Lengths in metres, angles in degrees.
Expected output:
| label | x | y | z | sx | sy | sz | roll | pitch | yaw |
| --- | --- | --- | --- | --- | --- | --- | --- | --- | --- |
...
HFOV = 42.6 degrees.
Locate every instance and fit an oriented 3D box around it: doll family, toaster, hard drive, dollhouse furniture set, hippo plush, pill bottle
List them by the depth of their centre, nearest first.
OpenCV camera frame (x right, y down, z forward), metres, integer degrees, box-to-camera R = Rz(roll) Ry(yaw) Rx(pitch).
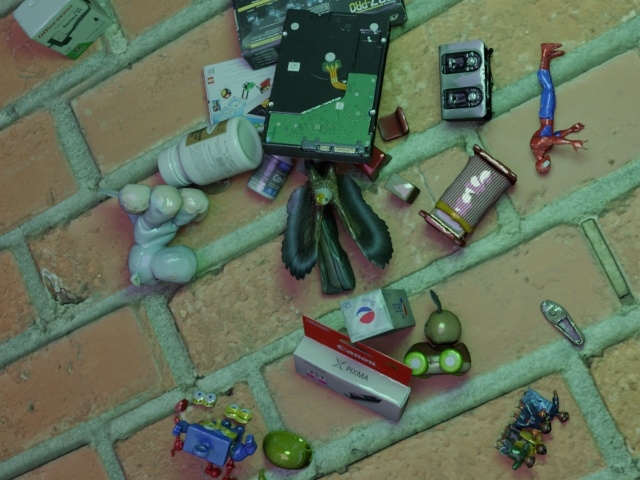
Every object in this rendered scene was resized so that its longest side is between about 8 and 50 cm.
| label | x | y | z | sx | sy | sz | roll | pitch | yaw |
| --- | --- | --- | --- | --- | --- | --- | --- | --- | --- |
| hard drive | 0.017 | -0.336 | 1.772 | 0.236 | 0.064 | 0.339 | 5 | 70 | 10 |
| doll family | 0.468 | 0.414 | 1.805 | 0.111 | 0.076 | 0.193 | 28 | 92 | 19 |
| toaster | 0.327 | -0.352 | 1.831 | 0.110 | 0.185 | 0.168 | -1 | 95 | 17 |
| dollhouse furniture set | 0.234 | -0.168 | 1.850 | 0.374 | 0.152 | 0.201 | 38 | 97 | 13 |
| pill bottle | -0.265 | -0.203 | 1.954 | 0.229 | 0.131 | 0.131 | -16 | 84 | 23 |
| hippo plush | -0.408 | -0.007 | 1.967 | 0.294 | 0.234 | 0.237 | 2 | 87 | 14 |
| pill bottle | -0.113 | -0.174 | 1.978 | 0.078 | 0.078 | 0.137 | 31 | 96 | 14 |

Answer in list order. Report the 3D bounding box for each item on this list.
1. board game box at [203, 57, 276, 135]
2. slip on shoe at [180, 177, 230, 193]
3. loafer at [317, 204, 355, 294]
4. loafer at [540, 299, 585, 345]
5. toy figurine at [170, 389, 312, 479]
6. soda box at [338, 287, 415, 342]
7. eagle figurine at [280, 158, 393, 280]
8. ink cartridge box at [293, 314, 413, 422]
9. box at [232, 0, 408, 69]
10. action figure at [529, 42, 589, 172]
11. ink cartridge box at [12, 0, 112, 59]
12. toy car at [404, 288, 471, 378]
| label | x | y | z | sx | sy | sz | roll | pitch | yaw |
| --- | --- | --- | --- | --- | --- | --- | --- | --- | --- |
| board game box | -0.126 | -0.360 | 2.003 | 0.305 | 0.053 | 0.193 | -10 | 84 | 14 |
| slip on shoe | -0.292 | -0.143 | 2.042 | 0.135 | 0.041 | 0.052 | 0 | 88 | 15 |
| loafer | 0.000 | 0.000 | 1.937 | 0.084 | 0.096 | 0.268 | -21 | 84 | 19 |
| loafer | 0.537 | 0.181 | 1.814 | 0.045 | 0.039 | 0.125 | -44 | 78 | 10 |
| toy figurine | -0.225 | 0.500 | 1.906 | 0.362 | 0.217 | 0.191 | 21 | 93 | 15 |
| soda box | 0.129 | 0.162 | 1.793 | 0.098 | 0.286 | 0.091 | -21 | 81 | 13 |
| eagle figurine | 0.018 | -0.077 | 1.817 | 0.226 | 0.225 | 0.299 | 0 | 105 | 42 |
| ink cartridge box | 0.069 | 0.290 | 1.832 | 0.275 | 0.239 | 0.060 | 25 | 66 | 14 |
| box | -0.018 | -0.614 | 1.941 | 0.394 | 0.097 | 0.319 | -15 | 71 | 13 |
| action figure | 0.536 | -0.285 | 1.807 | 0.139 | 0.091 | 0.281 | 9 | 90 | 24 |
| ink cartridge box | -0.645 | -0.558 | 2.066 | 0.153 | 0.208 | 0.087 | -41 | 79 | 10 |
| toy car | 0.256 | 0.208 | 1.835 | 0.148 | 0.155 | 0.189 | -6 | 76 | 14 |
